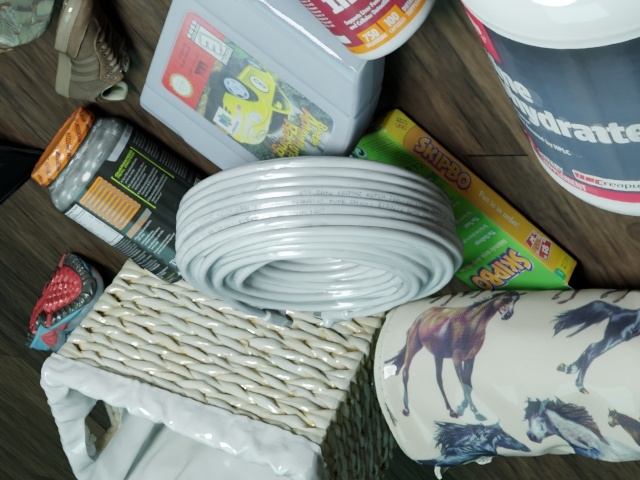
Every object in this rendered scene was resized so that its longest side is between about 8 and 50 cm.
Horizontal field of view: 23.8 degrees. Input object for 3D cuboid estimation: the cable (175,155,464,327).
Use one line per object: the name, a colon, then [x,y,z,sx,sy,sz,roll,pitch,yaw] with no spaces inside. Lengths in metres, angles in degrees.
cable: [0.000,0.000,1.355,0.257,0.089,0.257,-13,158,34]

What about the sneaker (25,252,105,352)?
sneaker: [-0.306,0.091,2.017,0.125,0.104,0.262,16,162,-16]

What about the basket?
basket: [-0.090,0.193,1.728,0.331,0.266,0.328,19,146,20]

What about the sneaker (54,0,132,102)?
sneaker: [-0.210,-0.187,1.431,0.071,0.066,0.188,12,161,-6]

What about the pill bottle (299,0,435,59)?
pill bottle: [0.009,-0.211,1.121,0.152,0.086,0.086,41,152,-26]

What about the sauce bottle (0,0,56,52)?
sauce bottle: [-0.394,-0.224,1.469,0.344,0.111,0.111,1,144,44]

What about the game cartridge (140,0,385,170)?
game cartridge: [-0.051,-0.136,1.327,0.196,0.060,0.294,34,153,0]

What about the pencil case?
pencil case: [0.260,0.132,1.368,0.410,0.160,0.183,-2,129,34]

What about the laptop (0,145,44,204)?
laptop: [-0.577,-0.180,1.838,0.408,0.236,0.382,61,149,-2]

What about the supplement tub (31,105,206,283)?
supplement tub: [-0.199,-0.050,1.591,0.190,0.117,0.117,36,153,-15]

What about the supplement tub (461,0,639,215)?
supplement tub: [0.184,-0.156,0.909,0.191,0.191,0.272,11,154,32]

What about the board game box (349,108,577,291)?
board game box: [0.124,-0.021,1.422,0.259,0.039,0.124,41,153,-19]
